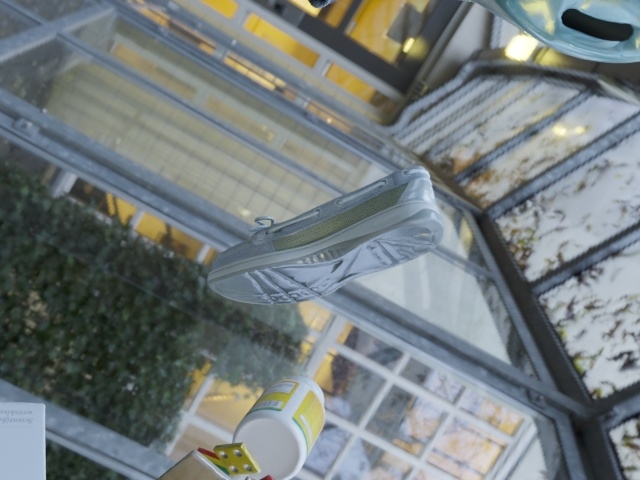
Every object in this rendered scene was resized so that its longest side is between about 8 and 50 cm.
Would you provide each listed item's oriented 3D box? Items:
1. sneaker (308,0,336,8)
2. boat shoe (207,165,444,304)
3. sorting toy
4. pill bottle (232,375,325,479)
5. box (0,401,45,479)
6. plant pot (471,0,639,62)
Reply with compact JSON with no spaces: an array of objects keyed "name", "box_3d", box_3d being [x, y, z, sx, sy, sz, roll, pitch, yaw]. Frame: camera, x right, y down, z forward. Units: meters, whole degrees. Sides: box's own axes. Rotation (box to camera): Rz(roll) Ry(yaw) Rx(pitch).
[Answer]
[{"name":"sneaker","box_3d":[-0.080,-0.405,1.153,0.104,0.262,0.125,122,-14,-64]},{"name":"boat shoe","box_3d":[0.000,-0.002,1.084,0.321,0.118,0.103,-21,-125,19]},{"name":"sorting toy","box_3d":[-0.138,0.331,1.111,0.274,0.132,0.046,-44,-172,40]},{"name":"pill bottle","box_3d":[-0.058,0.296,1.357,0.117,0.118,0.208,-57,176,16]},{"name":"box","box_3d":[-0.323,0.236,0.681,0.119,0.181,0.181,-60,-147,39]},{"name":"plant pot","box_3d":[0.201,-0.320,0.680,0.341,0.341,0.334,-56,-157,23]}]
